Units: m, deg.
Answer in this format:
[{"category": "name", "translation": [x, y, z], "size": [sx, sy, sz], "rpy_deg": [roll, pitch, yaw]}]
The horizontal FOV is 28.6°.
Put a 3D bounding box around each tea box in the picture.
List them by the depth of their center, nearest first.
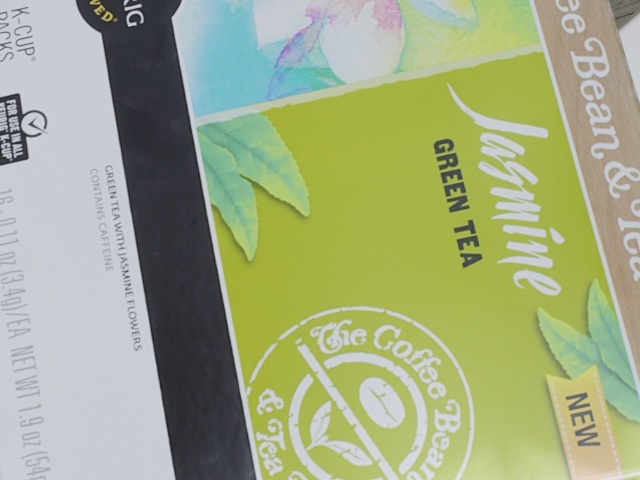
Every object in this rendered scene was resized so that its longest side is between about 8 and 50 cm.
[{"category": "tea box", "translation": [0.000, 0.000, 0.667], "size": [0.324, 0.329, 0.220], "rpy_deg": [-13, 164, 0]}]

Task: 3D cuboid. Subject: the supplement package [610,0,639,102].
[{"category": "supplement package", "translation": [0.349, -0.157, 1.279], "size": [0.199, 0.263, 0.198], "rpy_deg": [54, 159, -10]}]
